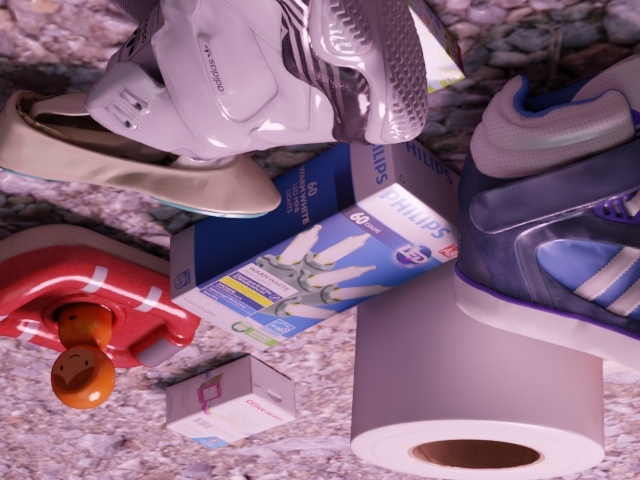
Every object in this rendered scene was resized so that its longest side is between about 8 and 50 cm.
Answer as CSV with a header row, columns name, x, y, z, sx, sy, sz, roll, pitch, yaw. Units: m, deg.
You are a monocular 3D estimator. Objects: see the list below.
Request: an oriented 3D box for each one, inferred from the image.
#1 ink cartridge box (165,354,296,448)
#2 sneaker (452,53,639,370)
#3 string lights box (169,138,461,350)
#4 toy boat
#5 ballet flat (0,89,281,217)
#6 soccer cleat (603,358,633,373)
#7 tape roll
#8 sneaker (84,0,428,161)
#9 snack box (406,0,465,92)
name,x,y,z,sx,sy,sz,roll,pitch,yaw
ink cartridge box,-0.101,0.185,1.484,0.122,0.052,0.088,-22,143,26
sneaker,0.272,-0.025,1.062,0.323,0.130,0.236,12,112,10
string lights box,0.000,0.000,1.196,0.260,0.076,0.133,-28,139,30
toy boat,-0.224,0.087,1.230,0.231,0.151,0.151,23,137,-36
ballet flat,-0.143,-0.076,1.069,0.249,0.086,0.086,8,144,-18
soccer cleat,0.314,0.121,1.428,0.196,0.068,0.076,-23,133,19
tape roll,0.154,0.129,1.285,0.246,0.169,0.246,3,157,1
sneaker,-0.086,-0.176,0.861,0.210,0.137,0.366,-13,139,24
snack box,0.028,-0.139,1.024,0.141,0.037,0.100,-21,144,23
